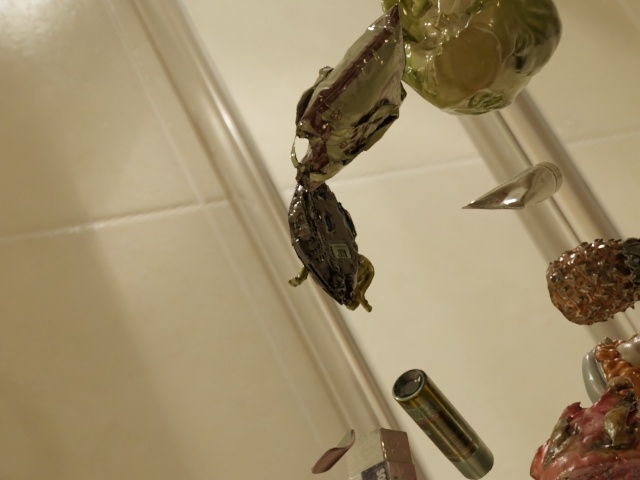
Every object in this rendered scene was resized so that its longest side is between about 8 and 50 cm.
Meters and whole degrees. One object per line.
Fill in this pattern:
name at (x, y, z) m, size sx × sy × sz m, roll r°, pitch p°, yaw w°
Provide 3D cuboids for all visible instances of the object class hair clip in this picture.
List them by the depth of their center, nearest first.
hair clip at (0.023, 0.313, 1.522) m, size 0.054 × 0.022 × 0.137 m, roll -49°, pitch -11°, yaw 12°

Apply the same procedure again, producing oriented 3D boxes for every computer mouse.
computer mouse at (0.000, 0.000, 1.755) m, size 0.077 × 0.241 × 0.146 m, roll -27°, pitch -17°, yaw 33°

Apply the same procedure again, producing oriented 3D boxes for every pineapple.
pineapple at (0.546, 0.041, 1.754) m, size 0.310 × 0.141 × 0.170 m, roll -27°, pitch -40°, yaw 32°

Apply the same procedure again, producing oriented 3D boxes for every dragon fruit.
dragon fruit at (0.354, 0.281, 1.249) m, size 0.282 × 0.211 × 0.147 m, roll -7°, pitch 31°, yaw 20°

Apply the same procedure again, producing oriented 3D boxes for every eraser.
eraser at (0.127, 0.508, 1.943) m, size 0.086 × 0.287 × 0.130 m, roll 16°, pitch -39°, yaw -34°

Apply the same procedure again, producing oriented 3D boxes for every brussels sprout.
brussels sprout at (0.274, -0.380, 1.837) m, size 0.276 × 0.371 × 0.315 m, roll -23°, pitch -54°, yaw 28°

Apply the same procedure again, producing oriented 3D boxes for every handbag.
handbag at (0.047, -0.201, 1.494) m, size 0.235 × 0.127 × 0.213 m, roll -46°, pitch -18°, yaw -18°

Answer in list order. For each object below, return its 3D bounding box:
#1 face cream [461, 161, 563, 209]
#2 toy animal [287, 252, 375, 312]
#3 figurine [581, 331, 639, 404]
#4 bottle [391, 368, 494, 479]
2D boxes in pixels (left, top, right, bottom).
face cream at (0.443, -0.106, 2.285) m, size 0.137 × 0.084 × 0.341 m, roll 3°, pitch 15°, yaw 32°
toy animal at (0.033, 0.042, 1.872) m, size 0.073 × 0.181 × 0.136 m, roll 63°, pitch -130°, yaw -74°
figurine at (0.724, 0.261, 2.068) m, size 0.382 × 0.205 × 0.224 m, roll -19°, pitch 21°, yaw 10°
bottle at (0.251, 0.375, 2.083) m, size 0.082 × 0.082 × 0.286 m, roll -32°, pitch -60°, yaw 13°
